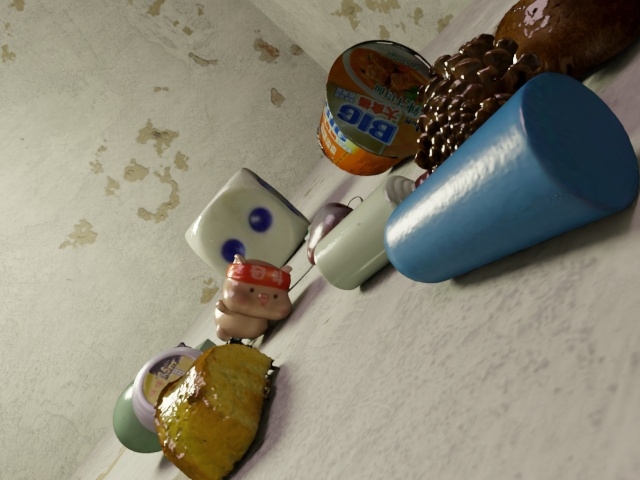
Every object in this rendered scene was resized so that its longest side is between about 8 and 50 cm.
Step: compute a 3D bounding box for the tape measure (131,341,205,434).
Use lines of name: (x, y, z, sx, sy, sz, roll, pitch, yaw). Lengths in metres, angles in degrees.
tape measure: (-0.278, 0.301, 1.092, 0.196, 0.178, 0.105, -56, -27, -34)

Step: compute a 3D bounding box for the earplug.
earplug: (0.162, -0.034, 0.562, 0.132, 0.132, 0.273, -56, 8, -33)

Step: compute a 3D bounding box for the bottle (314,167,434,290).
bottle: (0.098, -0.023, 0.846, 0.245, 0.104, 0.104, -42, 12, 38)

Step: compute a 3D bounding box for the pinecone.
pinecone: (0.202, -0.154, 0.670, 0.179, 0.149, 0.196, -26, 65, 46)

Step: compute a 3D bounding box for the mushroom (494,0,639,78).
mushroom: (0.331, -0.298, 0.738, 0.194, 0.138, 0.231, -45, 11, 26)

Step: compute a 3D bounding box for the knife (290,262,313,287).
knife: (-0.125, 0.139, 1.435, 0.336, 0.043, 0.081, -39, 20, 39)

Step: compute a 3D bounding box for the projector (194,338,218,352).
projector: (-0.356, 0.363, 1.542, 0.115, 0.061, 0.147, -35, 17, 51)

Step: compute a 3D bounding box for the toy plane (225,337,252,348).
toy plane: (-0.199, 0.259, 1.270, 0.096, 0.060, 0.235, -59, 7, 35)

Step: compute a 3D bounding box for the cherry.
cherry: (0.033, -0.007, 1.062, 0.148, 0.115, 0.188, -30, 16, 1)

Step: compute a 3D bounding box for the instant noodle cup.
instant noodle cup: (0.124, -0.291, 1.299, 0.296, 0.296, 0.214, -53, 3, -20)

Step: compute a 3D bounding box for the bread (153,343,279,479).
bread: (-0.179, 0.263, 0.888, 0.160, 0.147, 0.261, -49, 9, 17)

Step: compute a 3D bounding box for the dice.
dice: (-0.236, -0.036, 1.797, 0.304, 0.304, 0.277, -49, 10, 4)

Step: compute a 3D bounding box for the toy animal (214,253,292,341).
toy animal: (-0.149, 0.127, 1.217, 0.171, 0.171, 0.198, -66, 1, -59)

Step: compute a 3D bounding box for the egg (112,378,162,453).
egg: (-0.373, 0.385, 1.217, 0.231, 0.168, 0.168, -42, 13, 39)

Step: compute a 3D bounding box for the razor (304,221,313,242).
razor: (-0.008, -0.007, 1.399, 0.111, 0.056, 0.278, -46, 10, 12)
